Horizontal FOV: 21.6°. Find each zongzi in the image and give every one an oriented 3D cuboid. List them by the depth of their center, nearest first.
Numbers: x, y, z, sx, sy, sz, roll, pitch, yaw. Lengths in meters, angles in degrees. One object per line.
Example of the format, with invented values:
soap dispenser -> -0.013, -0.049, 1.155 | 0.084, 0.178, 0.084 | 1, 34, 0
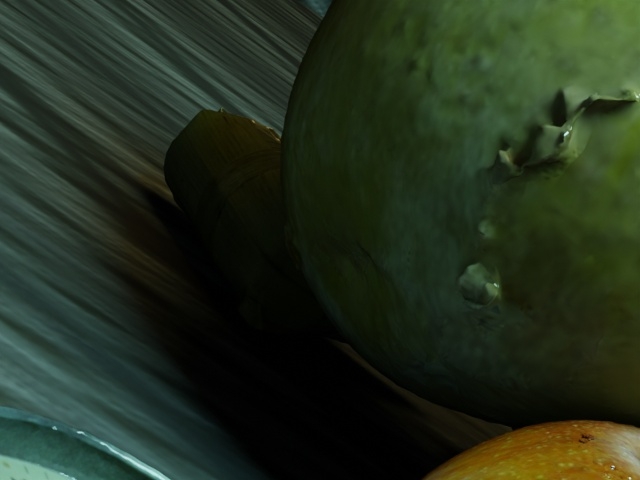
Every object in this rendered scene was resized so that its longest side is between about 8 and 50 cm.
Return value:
zongzi -> -0.002, -0.001, 1.163 | 0.204, 0.094, 0.205 | 24, 18, -40

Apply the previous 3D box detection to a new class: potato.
potato -> 0.159, -0.025, 0.904 | 0.385, 0.319, 0.442 | 51, -21, -15

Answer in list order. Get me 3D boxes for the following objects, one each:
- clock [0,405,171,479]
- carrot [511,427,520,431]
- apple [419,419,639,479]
clock -> -0.071, 0.142, 0.578 | 0.226, 0.049, 0.226 | 36, 11, -8
carrot -> 0.301, 0.173, 1.099 | 0.224, 0.224, 0.341 | 22, 20, -51
apple -> 0.128, 0.173, 0.733 | 0.210, 0.173, 0.235 | 46, 16, 33
